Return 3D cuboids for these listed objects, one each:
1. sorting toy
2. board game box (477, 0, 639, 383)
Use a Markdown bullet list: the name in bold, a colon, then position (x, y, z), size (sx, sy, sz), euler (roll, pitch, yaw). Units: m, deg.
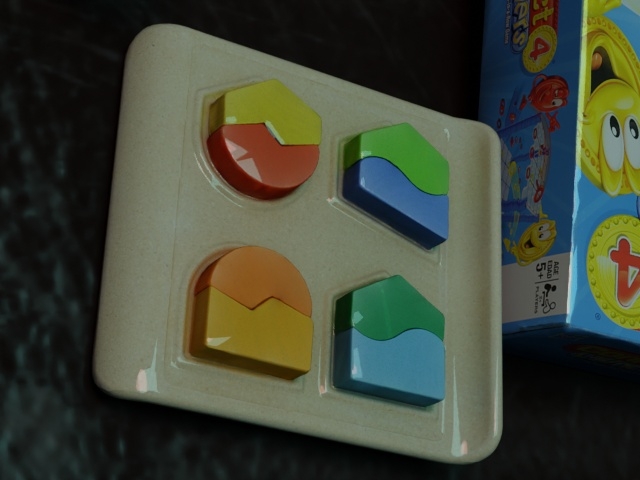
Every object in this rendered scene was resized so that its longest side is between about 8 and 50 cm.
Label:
- **sorting toy**: position (0.000, 0.000, 0.722), size (0.208, 0.038, 0.193), euler (13, 65, -23)
- **board game box**: position (0.236, -0.064, 0.873), size (0.308, 0.086, 0.302), euler (13, 73, -31)
